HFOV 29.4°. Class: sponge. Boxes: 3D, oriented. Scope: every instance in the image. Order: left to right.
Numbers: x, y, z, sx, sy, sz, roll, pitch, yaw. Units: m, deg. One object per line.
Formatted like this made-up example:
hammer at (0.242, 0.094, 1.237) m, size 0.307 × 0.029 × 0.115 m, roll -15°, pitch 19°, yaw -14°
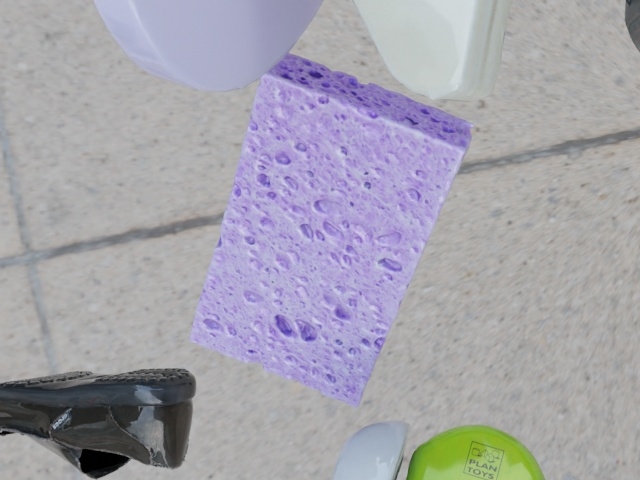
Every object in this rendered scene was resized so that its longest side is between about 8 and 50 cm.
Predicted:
sponge at (0.000, 0.000, 0.709) m, size 0.117 × 0.031 × 0.210 m, roll 22°, pitch 130°, yaw 4°

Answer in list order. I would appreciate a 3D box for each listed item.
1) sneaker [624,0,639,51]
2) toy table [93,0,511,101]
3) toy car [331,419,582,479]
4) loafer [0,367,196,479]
sneaker at (0.289, -0.178, 0.919) m, size 0.097 × 0.276 × 0.135 m, roll -35°, pitch 72°, yaw 3°
toy table at (0.018, -0.188, 0.487) m, size 0.161 × 0.252 × 0.274 m, roll 17°, pitch 114°, yaw 36°
toy car at (0.073, 0.200, 0.704) m, size 0.159 × 0.136 × 0.182 m, roll 15°, pitch 68°, yaw 9°
loafer at (-0.180, 0.139, 0.901) m, size 0.220 × 0.080 × 0.078 m, roll -8°, pitch 88°, yaw 42°
